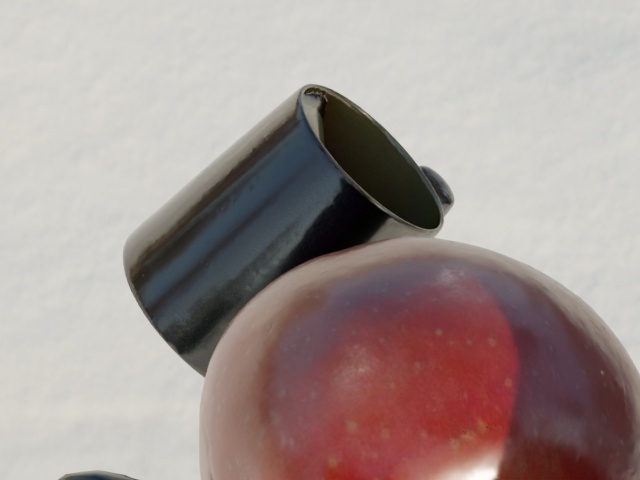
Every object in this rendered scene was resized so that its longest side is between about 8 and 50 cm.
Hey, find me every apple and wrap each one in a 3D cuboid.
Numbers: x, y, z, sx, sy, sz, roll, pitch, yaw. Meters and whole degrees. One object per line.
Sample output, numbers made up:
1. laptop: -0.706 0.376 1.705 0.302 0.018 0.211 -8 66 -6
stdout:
1. apple: 0.051 0.123 0.907 0.260 0.260 0.216 -5 40 -21

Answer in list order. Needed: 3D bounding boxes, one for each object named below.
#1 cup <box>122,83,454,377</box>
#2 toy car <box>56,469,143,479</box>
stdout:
1. cup: -0.013 -0.011 1.185 0.166 0.177 0.239 46 21 1
2. toy car: -0.063 0.191 0.478 0.358 0.176 0.213 24 3 29
